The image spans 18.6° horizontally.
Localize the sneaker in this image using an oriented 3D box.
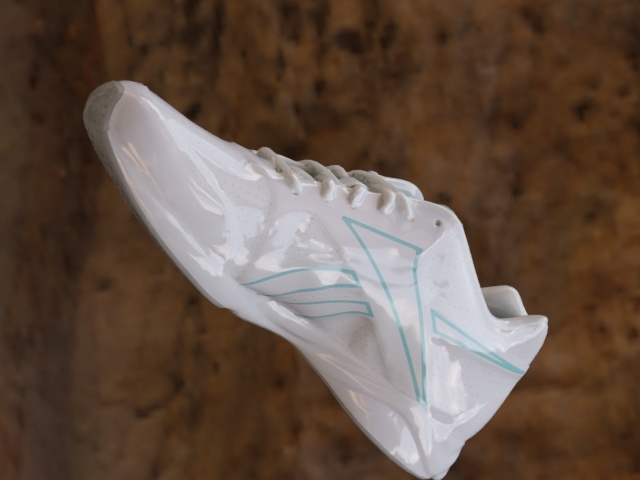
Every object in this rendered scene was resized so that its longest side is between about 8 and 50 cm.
[{"bbox_3d":[0.000,0.000,0.522,0.152,0.061,0.054,41,8,-30],"label":"sneaker"}]
